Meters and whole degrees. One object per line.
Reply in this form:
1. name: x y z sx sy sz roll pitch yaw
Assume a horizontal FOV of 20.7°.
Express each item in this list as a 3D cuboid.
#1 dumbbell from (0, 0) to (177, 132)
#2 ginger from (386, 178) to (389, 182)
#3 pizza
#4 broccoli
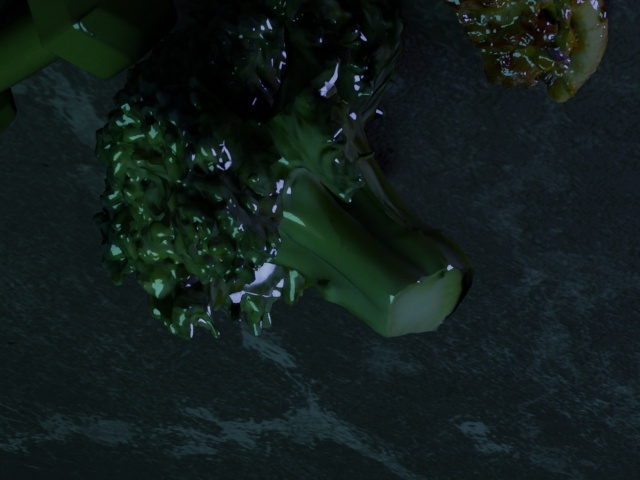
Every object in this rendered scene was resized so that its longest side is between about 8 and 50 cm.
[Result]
1. dumbbell: -0.246 -0.156 1.429 0.302 0.121 0.108 -22 111 42
2. ginger: 0.000 0.000 1.691 0.089 0.075 0.288 32 149 -16
3. pizza: 0.154 -0.178 1.340 0.127 0.058 0.246 -1 148 17
4. broccoli: -0.037 -0.054 1.373 0.317 0.277 0.338 28 142 48
